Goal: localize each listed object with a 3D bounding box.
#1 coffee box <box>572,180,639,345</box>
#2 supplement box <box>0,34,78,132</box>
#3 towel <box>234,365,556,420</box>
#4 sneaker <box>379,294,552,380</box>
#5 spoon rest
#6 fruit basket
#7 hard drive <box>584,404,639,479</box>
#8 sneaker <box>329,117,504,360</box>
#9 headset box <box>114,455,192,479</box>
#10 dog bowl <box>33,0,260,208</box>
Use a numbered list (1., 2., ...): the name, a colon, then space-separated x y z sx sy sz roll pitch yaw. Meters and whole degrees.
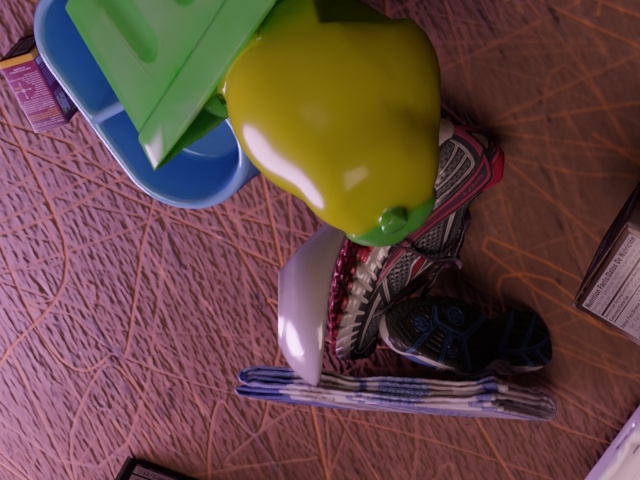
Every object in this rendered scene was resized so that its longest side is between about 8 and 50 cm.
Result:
1. coffee box: 0.359 0.055 1.443 0.246 0.141 0.098 31 121 5
2. supplement box: -0.276 -0.158 1.653 0.043 0.055 0.083 -13 117 25
3. towel: 0.081 0.155 1.677 0.285 0.209 0.034 1 81 25
4. sneaker: 0.135 0.107 1.647 0.211 0.080 0.081 14 149 -38
5. spoon rest: 0.000 0.000 1.582 0.084 0.137 0.276 -1 81 -2
6. fruit basket: -0.002 -0.182 1.380 0.392 0.283 0.392 21 132 25
7. hard drive: 0.443 0.274 1.710 0.307 0.040 0.203 30 111 -4
8. sneaker: 0.082 0.012 1.624 0.112 0.121 0.299 15 131 -10
9. headset box: -0.161 0.432 1.962 0.246 0.131 0.283 21 126 3
10. dog bowl: -0.163 -0.156 1.610 0.166 0.074 0.297 -23 113 28
